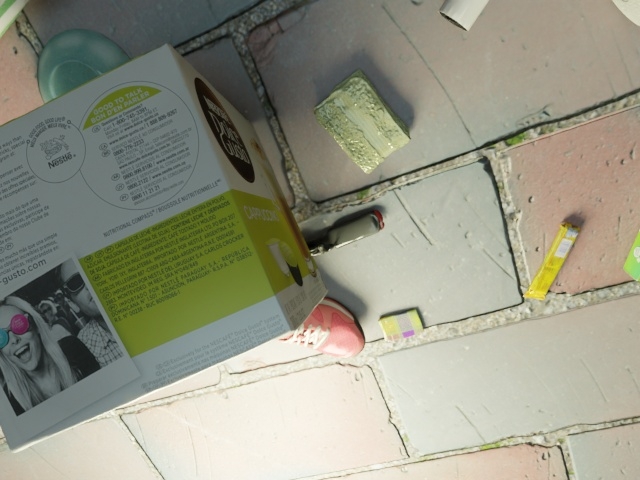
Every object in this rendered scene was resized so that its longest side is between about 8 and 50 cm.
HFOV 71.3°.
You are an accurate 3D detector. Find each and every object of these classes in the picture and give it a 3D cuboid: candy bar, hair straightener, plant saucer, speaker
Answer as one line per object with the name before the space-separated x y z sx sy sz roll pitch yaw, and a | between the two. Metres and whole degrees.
candy bar | 0.422 0.041 0.812 0.040 0.018 0.162 13 114 -3
hair straightener | 0.000 0.000 0.807 0.230 0.089 0.047 -17 93 17
plant saucer | -0.406 -0.257 0.767 0.194 0.037 0.195 3 114 6
speaker | 0.228 -0.372 0.630 0.055 0.055 0.136 31 114 -7

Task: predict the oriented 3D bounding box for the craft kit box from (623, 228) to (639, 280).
craft kit box | 0.676 -0.035 0.729 0.246 0.061 0.250 8 114 6

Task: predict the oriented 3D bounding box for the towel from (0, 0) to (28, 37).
towel | -0.583 -0.446 0.621 0.247 0.038 0.325 -17 133 35

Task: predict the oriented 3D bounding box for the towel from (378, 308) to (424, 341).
towel | 0.163 0.173 0.906 0.083 0.009 0.060 -19 110 14

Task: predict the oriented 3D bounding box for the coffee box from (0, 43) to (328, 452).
coffee box | -0.222 0.006 0.622 0.337 0.337 0.335 -24 88 6

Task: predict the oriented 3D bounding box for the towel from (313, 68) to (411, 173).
towel | 0.069 -0.193 0.744 0.110 0.027 0.148 -38 105 21

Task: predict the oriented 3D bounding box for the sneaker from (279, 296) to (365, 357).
sneaker | -0.059 0.161 0.858 0.313 0.136 0.116 29 115 -7

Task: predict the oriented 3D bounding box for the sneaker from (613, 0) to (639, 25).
sneaker | 0.437 -0.419 0.563 0.151 0.094 0.256 -28 109 14
